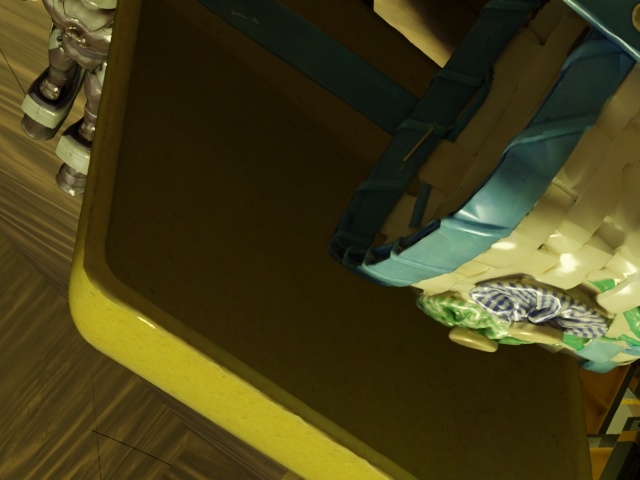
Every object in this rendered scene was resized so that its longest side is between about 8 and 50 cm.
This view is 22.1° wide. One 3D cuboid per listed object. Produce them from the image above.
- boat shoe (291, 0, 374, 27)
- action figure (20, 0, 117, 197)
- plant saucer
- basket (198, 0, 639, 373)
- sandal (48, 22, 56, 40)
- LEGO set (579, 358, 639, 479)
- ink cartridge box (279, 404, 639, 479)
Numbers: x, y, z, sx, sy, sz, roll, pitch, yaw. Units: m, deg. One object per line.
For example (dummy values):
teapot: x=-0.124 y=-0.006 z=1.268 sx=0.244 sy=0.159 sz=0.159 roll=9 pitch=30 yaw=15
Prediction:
boat shoe: x=-0.020 y=-0.178 z=0.941 sx=0.049 sy=0.056 sz=0.152 roll=28 pitch=153 yaw=57
action figure: x=-0.187 y=-0.159 z=1.332 sx=0.185 sy=0.099 sz=0.285 roll=41 pitch=149 yaw=7
plant saucer: x=0.000 y=0.000 z=0.843 sx=0.332 sy=0.081 sz=0.333 roll=37 pitch=-145 yaw=-30
basket: x=0.074 y=-0.073 z=0.686 sx=0.289 sy=0.201 sz=0.255 roll=39 pitch=167 yaw=-5
sandal: x=-0.218 y=-0.176 z=1.484 sx=0.072 sy=0.049 sz=0.180 roll=35 pitch=165 yaw=23
LEGO set: x=0.227 y=0.126 z=0.987 sx=0.255 sy=0.192 sz=0.331 roll=43 pitch=150 yaw=-19
ink cartridge box: x=0.113 y=0.161 z=1.261 sx=0.193 sy=0.235 sz=0.088 roll=30 pitch=163 yaw=40
